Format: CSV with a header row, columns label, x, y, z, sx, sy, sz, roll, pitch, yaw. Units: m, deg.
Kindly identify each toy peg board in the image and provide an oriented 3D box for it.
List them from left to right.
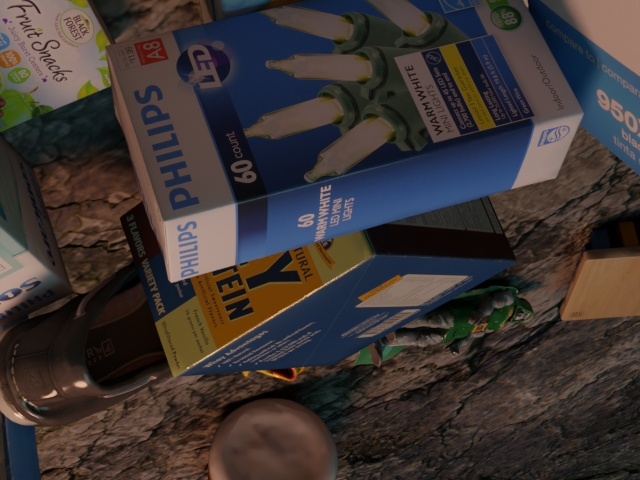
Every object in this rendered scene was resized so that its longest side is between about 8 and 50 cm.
label,x,y,z,sx,sy,sz,roll,pitch,yaw
toy peg board,0.383,0.025,1.473,0.161,0.079,0.161,-4,150,-3

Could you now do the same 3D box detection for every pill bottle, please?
label,x,y,z,sx,sy,sz,roll,pitch,yaw
pill bottle,-0.070,0.331,1.556,0.162,0.162,0.278,-14,151,-16

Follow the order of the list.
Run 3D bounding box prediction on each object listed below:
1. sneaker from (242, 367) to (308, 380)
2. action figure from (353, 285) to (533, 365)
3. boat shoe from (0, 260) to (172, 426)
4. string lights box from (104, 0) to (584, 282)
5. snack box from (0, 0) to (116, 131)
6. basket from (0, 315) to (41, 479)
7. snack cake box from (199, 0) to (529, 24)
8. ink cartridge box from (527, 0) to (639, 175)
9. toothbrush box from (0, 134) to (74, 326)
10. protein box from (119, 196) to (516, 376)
label,x,y,z,sx,sy,sz,roll,pitch,yaw
sneaker,-0.028,0.128,1.335,0.175,0.067,0.064,-1,143,-39
action figure,0.163,0.097,1.435,0.232,0.063,0.137,-10,147,-30
boat shoe,-0.119,0.056,0.965,0.095,0.112,0.335,-15,-170,35
string lights box,0.012,-0.078,0.738,0.260,0.133,0.077,-16,153,-13
snack box,-0.195,-0.137,0.773,0.100,0.037,0.141,-24,152,-1
basket,-0.325,0.157,0.978,0.201,0.254,0.289,9,157,-43
snack cake box,0.049,-0.195,0.800,0.264,0.089,0.152,-18,151,-8
ink cartridge box,0.261,-0.251,0.647,0.285,0.166,0.395,-30,139,-10
toothbrush box,-0.329,-0.022,0.782,0.216,0.126,0.295,-25,154,1
protein box,0.000,0.000,0.910,0.200,0.136,0.201,-33,159,31
